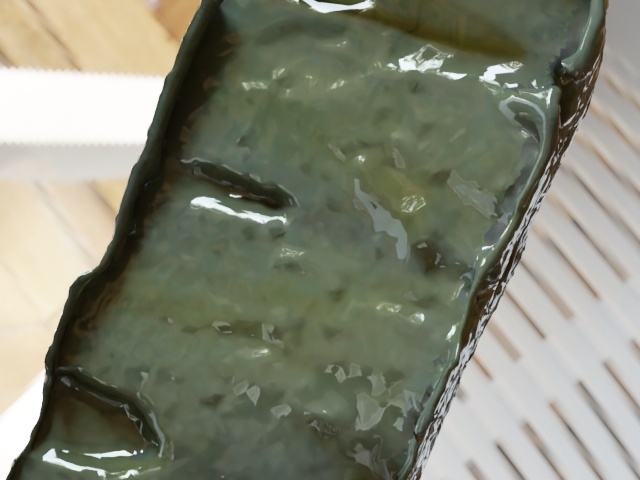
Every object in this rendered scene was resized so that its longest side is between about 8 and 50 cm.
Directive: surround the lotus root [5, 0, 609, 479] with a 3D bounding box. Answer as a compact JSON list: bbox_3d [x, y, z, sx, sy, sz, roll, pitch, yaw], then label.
[{"bbox_3d":[0.000,0.000,0.597,0.119,0.234,0.138,22,1,8],"label":"lotus root"}]
